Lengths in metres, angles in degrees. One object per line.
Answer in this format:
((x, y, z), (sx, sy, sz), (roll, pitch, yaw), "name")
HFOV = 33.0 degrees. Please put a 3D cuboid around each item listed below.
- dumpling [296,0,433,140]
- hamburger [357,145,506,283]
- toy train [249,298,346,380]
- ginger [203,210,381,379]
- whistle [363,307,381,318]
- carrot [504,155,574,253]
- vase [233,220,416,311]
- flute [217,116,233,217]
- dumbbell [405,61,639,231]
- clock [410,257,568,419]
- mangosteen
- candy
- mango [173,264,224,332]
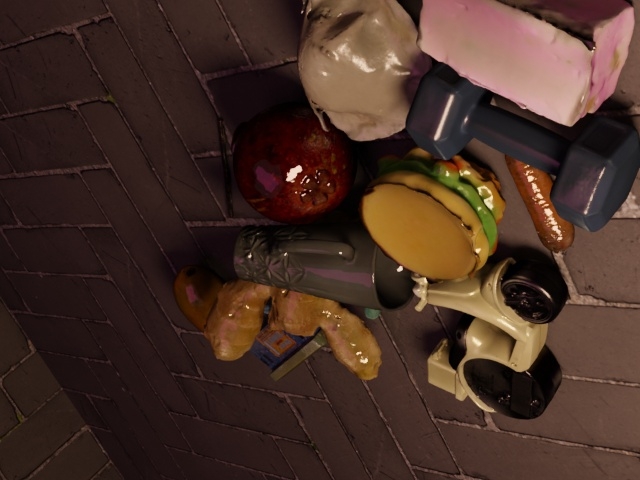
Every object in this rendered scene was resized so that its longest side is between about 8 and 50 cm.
((0.069, -0.283, 1.633), (0.205, 0.163, 0.293), (-1, 131, 8), "dumpling")
((0.187, -0.058, 1.712), (0.237, 0.149, 0.237), (28, 149, 18), "hamburger")
((-0.080, 0.168, 2.293), (0.202, 0.131, 0.299), (40, 148, -2), "toy train")
((-0.057, 0.088, 2.081), (0.363, 0.122, 0.348), (9, 111, 24), "ginger")
((0.102, 0.080, 2.057), (0.039, 0.039, 0.186), (31, 144, 24), "whistle")
((0.330, -0.068, 1.619), (0.060, 0.060, 0.186), (-7, 114, 52), "carrot")
((-0.003, 0.031, 1.871), (0.301, 0.156, 0.251), (5, 169, 24), "vase")
((-0.192, -0.143, 2.186), (0.014, 0.014, 0.269), (29, 144, 27), "flute")
((0.281, -0.141, 1.502), (0.316, 0.144, 0.156), (30, 116, 26), "dumbbell")
((0.287, 0.155, 1.855), (0.276, 0.120, 0.379), (20, 139, 28), "clock")
((-0.059, -0.146, 1.868), (0.257, 0.215, 0.215), (44, 155, 49), "mangosteen")
((0.261, -0.274, 1.420), (0.265, 0.116, 0.155), (30, 145, 25), "candy")
((-0.250, 0.157, 2.488), (0.138, 0.113, 0.253), (-4, 129, 46), "mango")
